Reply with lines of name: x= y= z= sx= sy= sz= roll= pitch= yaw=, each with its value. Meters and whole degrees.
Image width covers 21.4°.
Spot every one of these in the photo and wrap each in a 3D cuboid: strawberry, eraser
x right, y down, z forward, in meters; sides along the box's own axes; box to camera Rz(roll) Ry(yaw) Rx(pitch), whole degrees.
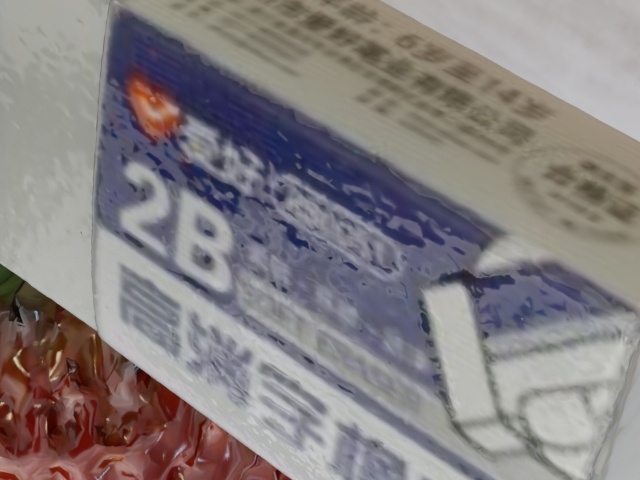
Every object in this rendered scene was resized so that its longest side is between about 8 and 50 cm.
strawberry: x=-0.132 y=0.087 z=0.849 sx=0.312 sy=0.267 sz=0.351 roll=47 pitch=146 yaw=36
eraser: x=0.000 y=0.000 z=0.447 sx=0.210 sy=0.068 sz=0.124 roll=32 pitch=137 yaw=26
